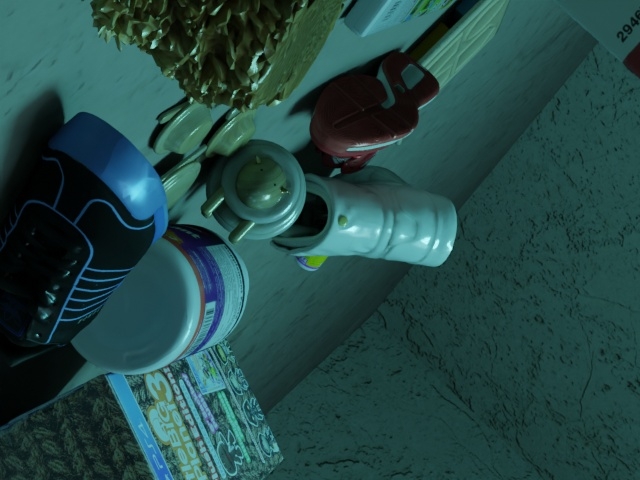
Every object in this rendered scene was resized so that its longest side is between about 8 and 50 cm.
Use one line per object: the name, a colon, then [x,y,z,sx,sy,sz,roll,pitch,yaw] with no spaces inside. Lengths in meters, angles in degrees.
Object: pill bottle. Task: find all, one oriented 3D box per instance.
pill bottle: [-0.120,0.041,0.978,0.108,0.108,0.193,-48,172,10]
pill bottle: [0.000,0.000,1.652,0.083,0.043,0.043,-52,170,35]

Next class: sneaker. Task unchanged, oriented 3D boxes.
sneaker: [-0.156,0.012,0.739,0.090,0.081,0.232,-50,176,-28]
sneaker: [0.034,-0.097,1.193,0.128,0.087,0.221,-53,169,33]
sneaker: [0.005,-0.037,1.330,0.292,0.169,0.108,-168,-94,-66]

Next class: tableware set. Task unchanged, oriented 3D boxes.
tableware set: [-0.079,-0.081,0.909,0.141,0.020,0.168,-40,172,-35]

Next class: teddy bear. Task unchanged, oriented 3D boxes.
teddy bear: [0.013,-0.216,0.478,0.338,0.113,0.245,-60,173,31]

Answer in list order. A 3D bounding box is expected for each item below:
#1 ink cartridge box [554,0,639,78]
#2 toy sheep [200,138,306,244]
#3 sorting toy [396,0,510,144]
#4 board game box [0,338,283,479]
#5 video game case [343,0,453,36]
ink cartridge box: [0.188,-0.226,0.669,0.114,0.273,0.197,-30,162,-52]
toy sheep: [-0.055,-0.041,1.016,0.091,0.091,0.132,-46,-173,-5]
sorting toy: [0.145,-0.216,1.381,0.208,0.038,0.193,-50,173,-9]
board game box: [-0.193,0.204,1.054,0.232,0.141,0.291,-28,176,13]
video game case: [0.129,-0.273,1.018,0.227,0.026,0.206,-52,170,30]
